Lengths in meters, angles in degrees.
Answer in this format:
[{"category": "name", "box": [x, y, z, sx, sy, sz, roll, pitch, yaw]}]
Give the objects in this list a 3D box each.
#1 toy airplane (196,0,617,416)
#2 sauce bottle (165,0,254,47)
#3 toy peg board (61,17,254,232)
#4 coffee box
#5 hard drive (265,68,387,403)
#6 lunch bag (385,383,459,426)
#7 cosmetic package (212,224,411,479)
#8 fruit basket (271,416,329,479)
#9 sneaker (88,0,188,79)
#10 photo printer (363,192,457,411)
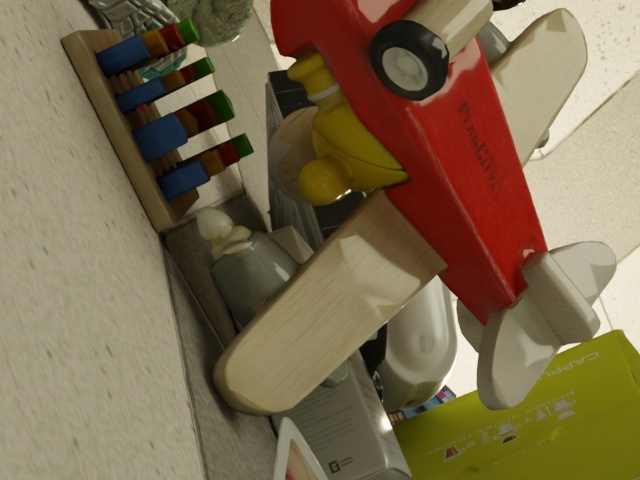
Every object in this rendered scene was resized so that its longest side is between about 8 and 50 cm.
[{"category": "toy airplane", "box": [0.076, -0.049, 0.993, 0.386, 0.272, 0.384, 8, 89, -46]}, {"category": "sauce bottle", "box": [-0.146, -0.348, 1.578, 0.344, 0.111, 0.111, -99, 164, -64]}, {"category": "toy peg board", "box": [-0.120, -0.106, 0.965, 0.160, 0.079, 0.161, -82, 147, -80]}, {"category": "coffee box", "box": [0.264, 0.345, 1.268, 0.338, 0.337, 0.334, -92, 156, -75]}, {"category": "hard drive", "box": [0.000, 0.000, 1.318, 0.339, 0.064, 0.237, -108, -167, -44]}, {"category": "lunch bag", "box": [0.122, 0.215, 1.697, 0.293, 0.138, 0.221, 57, 6, 16]}, {"category": "cosmetic package", "box": [-0.007, 0.113, 1.057, 0.117, 0.085, 0.231, 51, 17, -69]}, {"category": "fruit basket", "box": [0.052, 0.289, 0.466, 0.353, 0.165, 0.327, -97, 162, -62]}, {"category": "sneaker", "box": [-0.170, -0.214, 1.059, 0.166, 0.065, 0.076, 61, 3, -48]}, {"category": "photo printer", "box": [0.075, 0.049, 1.433, 0.256, 0.107, 0.308, 137, -53, -74]}]
